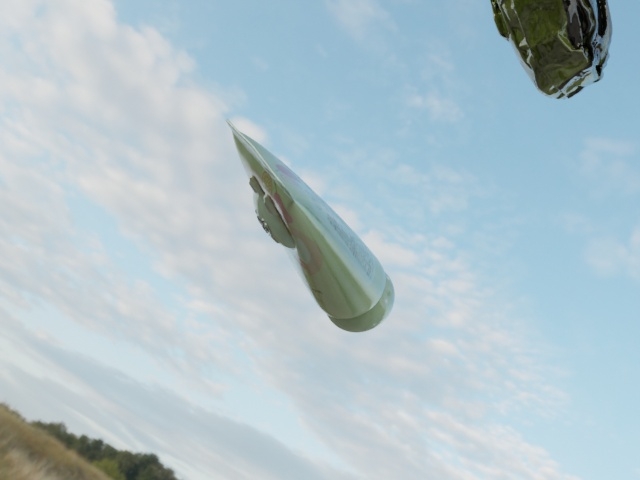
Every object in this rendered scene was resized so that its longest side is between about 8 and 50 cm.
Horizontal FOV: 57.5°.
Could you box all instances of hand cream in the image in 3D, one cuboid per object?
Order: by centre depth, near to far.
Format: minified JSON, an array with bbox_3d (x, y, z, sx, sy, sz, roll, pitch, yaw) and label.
[{"bbox_3d":[0.000,0.000,0.641,0.147,0.093,0.306,51,-4,44],"label":"hand cream"}]

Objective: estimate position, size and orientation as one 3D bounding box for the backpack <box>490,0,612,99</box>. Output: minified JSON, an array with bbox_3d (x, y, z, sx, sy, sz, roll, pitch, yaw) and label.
[{"bbox_3d":[0.340,-0.333,0.845,0.140,0.253,0.207,-21,-12,39],"label":"backpack"}]
